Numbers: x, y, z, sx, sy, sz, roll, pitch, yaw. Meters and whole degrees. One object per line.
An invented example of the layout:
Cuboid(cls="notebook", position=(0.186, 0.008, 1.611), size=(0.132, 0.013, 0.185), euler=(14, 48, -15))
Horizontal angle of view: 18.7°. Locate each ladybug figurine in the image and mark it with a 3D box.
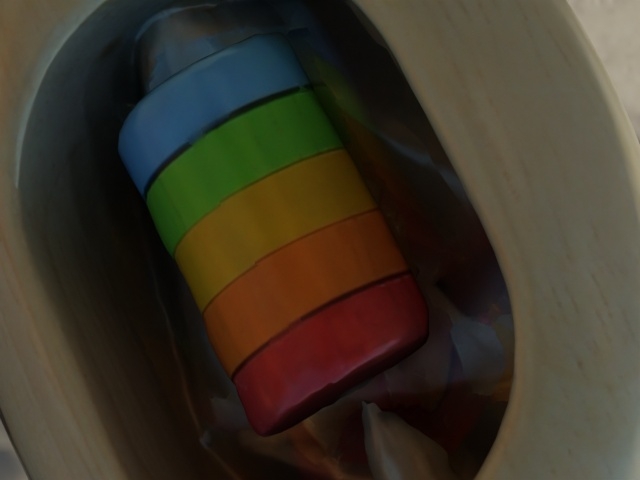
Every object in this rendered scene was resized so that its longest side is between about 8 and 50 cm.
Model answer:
Cuboid(cls="ladybug figurine", position=(0.000, 0.000, 0.830), size=(0.305, 0.449, 0.162), euler=(-29, 165, 22))
